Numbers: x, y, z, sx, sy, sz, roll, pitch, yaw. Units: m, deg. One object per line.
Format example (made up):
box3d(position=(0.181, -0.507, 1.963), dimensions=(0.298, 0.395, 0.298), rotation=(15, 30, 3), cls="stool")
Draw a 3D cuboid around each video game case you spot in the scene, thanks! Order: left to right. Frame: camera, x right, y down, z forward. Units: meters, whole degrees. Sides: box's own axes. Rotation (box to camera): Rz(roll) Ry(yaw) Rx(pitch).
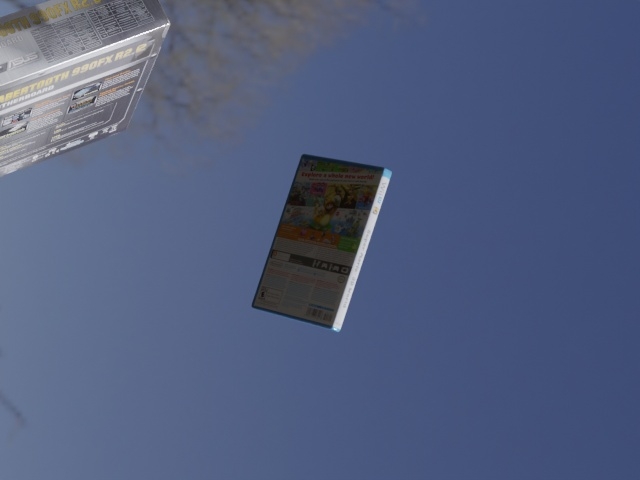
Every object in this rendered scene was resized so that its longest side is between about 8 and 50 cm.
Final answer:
box3d(position=(0.000, 0.000, 1.666), dimensions=(0.119, 0.015, 0.166), rotation=(12, -98, 45), cls="video game case")

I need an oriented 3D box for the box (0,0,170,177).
box3d(position=(-0.247, -0.113, 1.334), dimensions=(0.056, 0.231, 0.183), rotation=(59, -27, 13), cls="box")
